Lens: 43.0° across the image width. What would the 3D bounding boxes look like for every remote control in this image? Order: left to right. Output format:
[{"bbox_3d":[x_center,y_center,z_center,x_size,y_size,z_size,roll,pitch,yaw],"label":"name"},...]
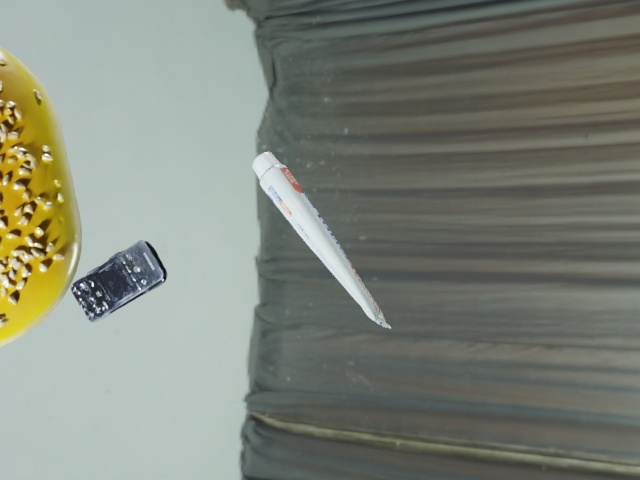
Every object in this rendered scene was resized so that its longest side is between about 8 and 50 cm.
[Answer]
[{"bbox_3d":[-0.159,0.032,0.644,0.039,0.096,0.014,60,29,-2],"label":"remote control"}]

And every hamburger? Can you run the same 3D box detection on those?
[{"bbox_3d":[-0.247,-0.028,0.522,0.116,0.172,0.210,120,-43,-79],"label":"hamburger"}]

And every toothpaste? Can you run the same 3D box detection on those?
[{"bbox_3d":[0.000,0.000,0.806,0.218,0.033,0.052,54,6,17],"label":"toothpaste"}]
